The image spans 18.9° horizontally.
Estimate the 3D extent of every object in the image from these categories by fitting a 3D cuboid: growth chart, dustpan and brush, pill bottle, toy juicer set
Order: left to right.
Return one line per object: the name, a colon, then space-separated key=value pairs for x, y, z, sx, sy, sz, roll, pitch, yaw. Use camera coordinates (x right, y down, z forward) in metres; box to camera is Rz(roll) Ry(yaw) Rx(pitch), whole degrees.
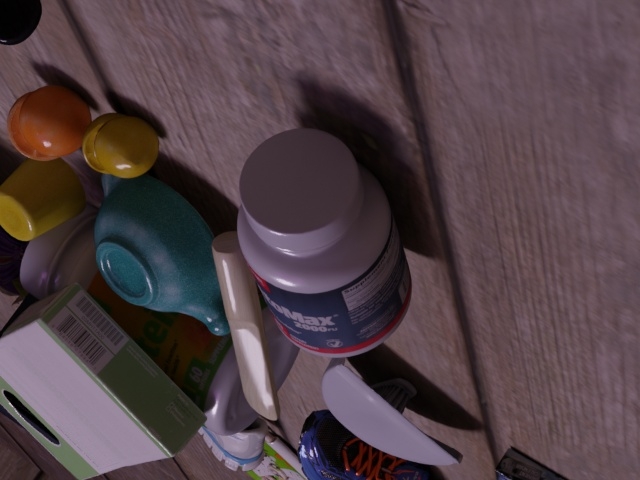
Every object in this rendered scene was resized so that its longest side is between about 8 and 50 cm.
pill bottle: x=-0.150 y=0.062 z=1.761 sx=0.245 sy=0.136 sz=0.136 roll=30 pitch=163 yaw=19
toy juicer set: x=-0.132 y=-0.018 z=1.606 sx=0.329 sy=0.089 sz=0.209 roll=35 pitch=142 yaw=19
growth chart: x=-0.072 y=0.267 z=2.387 sx=0.172 sy=0.021 sz=0.237 roll=42 pitch=162 yaw=-18
pill bottle: x=0.000 y=0.000 z=1.342 sx=0.108 sy=0.108 sz=0.180 roll=29 pitch=162 yaw=23
dustpan and brush: x=0.045 y=0.150 z=1.782 sx=0.147 sy=0.060 sz=0.211 roll=41 pitch=156 yaw=-12

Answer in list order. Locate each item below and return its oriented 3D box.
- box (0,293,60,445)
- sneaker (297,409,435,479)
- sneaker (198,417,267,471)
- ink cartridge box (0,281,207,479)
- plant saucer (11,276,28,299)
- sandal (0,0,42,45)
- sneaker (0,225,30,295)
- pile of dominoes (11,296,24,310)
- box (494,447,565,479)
box: x=-0.229 y=0.102 z=1.905 sx=0.153 sy=0.207 sz=0.108 roll=36 pitch=164 yaw=-2
sneaker: x=0.069 y=0.239 z=1.954 sx=0.221 sy=0.083 sz=0.087 roll=38 pitch=151 yaw=-25
sneaker: x=-0.132 y=0.177 z=2.205 sx=0.190 sy=0.071 sz=0.083 roll=36 pitch=139 yaw=10
ink cartridge box: x=-0.219 y=0.134 z=1.743 sx=0.171 sy=0.056 sz=0.235 roll=47 pitch=154 yaw=-11
plant saucer: x=-0.227 y=0.101 z=2.143 sx=0.188 sy=0.045 sz=0.188 roll=17 pitch=153 yaw=27
sandal: x=-0.290 y=-0.202 z=1.445 sx=0.179 sy=0.067 sz=0.040 roll=33 pitch=175 yaw=0
sneaker: x=-0.335 y=0.008 z=2.106 sx=0.071 sy=0.068 sz=0.170 roll=13 pitch=151 yaw=25
pile of dominoes: x=-0.305 y=0.059 z=2.288 sx=0.196 sy=0.040 sz=0.251 roll=42 pitch=155 yaw=-15
box: x=0.207 y=0.242 z=1.740 sx=0.094 sy=0.027 sz=0.137 roll=28 pitch=162 yaw=21
